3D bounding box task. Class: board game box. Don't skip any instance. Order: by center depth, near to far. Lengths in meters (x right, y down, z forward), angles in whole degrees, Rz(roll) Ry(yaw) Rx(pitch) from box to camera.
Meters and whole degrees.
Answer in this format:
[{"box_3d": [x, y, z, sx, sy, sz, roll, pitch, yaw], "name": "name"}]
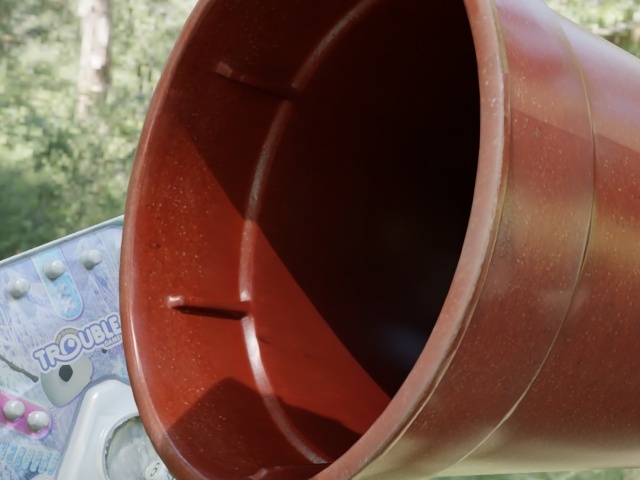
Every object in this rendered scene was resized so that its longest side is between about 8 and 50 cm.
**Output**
[{"box_3d": [-0.148, 0.182, 0.980, 0.050, 0.390, 0.390, -17, 6, 44], "name": "board game box"}]

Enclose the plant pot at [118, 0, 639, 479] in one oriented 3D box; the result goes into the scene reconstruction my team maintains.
[{"box_3d": [0.084, 0.001, 0.578, 0.265, 0.272, 0.272, 12, 1, -35], "name": "plant pot"}]
